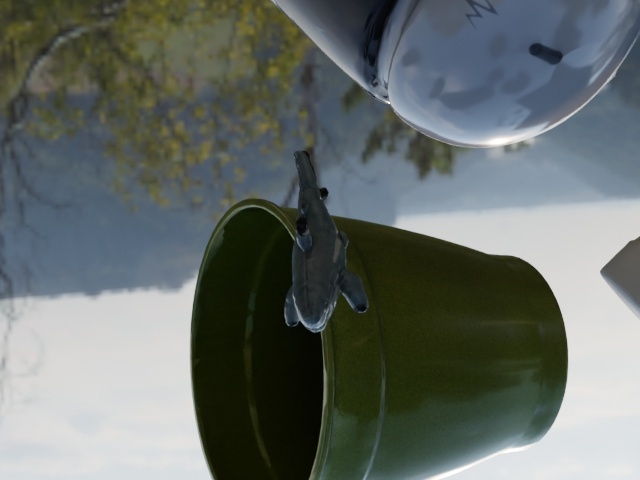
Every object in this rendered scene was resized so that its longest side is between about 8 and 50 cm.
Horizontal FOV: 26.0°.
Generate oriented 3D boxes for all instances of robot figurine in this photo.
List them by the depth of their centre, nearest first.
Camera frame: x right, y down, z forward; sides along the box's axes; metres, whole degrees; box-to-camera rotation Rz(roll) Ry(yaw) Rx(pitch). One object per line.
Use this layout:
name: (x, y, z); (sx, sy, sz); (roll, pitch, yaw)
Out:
robot figurine: (0.050, -0.177, 0.748); (0.209, 0.278, 0.173); (-35, 156, -22)

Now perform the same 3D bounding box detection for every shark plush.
shark plush: (0.000, 0.000, 1.161); (0.073, 0.161, 0.067); (-1, 162, 22)

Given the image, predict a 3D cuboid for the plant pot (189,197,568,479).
plant pot: (0.079, 0.137, 1.601); (0.353, 0.366, 0.366); (0, 180, -28)

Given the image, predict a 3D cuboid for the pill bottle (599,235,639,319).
pill bottle: (0.364, -0.033, 1.051); (0.301, 0.169, 0.169); (-43, 180, 4)
